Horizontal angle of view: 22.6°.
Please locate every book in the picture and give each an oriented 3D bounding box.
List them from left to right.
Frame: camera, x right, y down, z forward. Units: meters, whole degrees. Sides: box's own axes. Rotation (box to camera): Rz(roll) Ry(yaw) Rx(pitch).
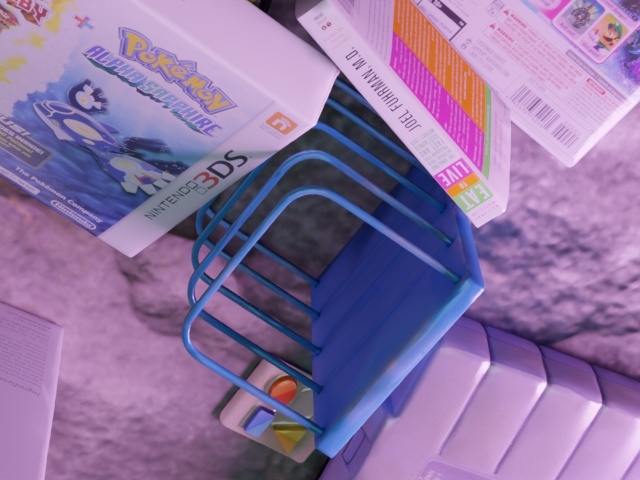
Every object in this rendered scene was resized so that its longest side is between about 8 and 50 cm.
[{"bbox_3d":[0.043,-0.084,0.801,0.035,0.096,0.144,-33,116,21],"label":"book"}]

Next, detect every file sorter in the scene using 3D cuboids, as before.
[{"bbox_3d":[0.000,0.000,0.824,0.104,0.170,0.118,35,111,-16],"label":"file sorter"}]

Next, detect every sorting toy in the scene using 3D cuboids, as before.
[{"bbox_3d":[-0.013,0.093,0.960,0.062,0.012,0.083,31,112,-18],"label":"sorting toy"}]

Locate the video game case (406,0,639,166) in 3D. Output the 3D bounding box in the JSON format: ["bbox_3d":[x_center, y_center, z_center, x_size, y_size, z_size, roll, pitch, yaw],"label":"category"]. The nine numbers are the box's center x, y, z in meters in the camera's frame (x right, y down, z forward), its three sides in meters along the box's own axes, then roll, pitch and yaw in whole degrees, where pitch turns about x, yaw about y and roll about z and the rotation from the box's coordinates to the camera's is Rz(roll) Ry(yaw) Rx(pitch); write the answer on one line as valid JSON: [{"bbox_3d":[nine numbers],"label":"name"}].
[{"bbox_3d":[0.127,-0.134,0.845,0.157,0.019,0.143,37,109,-20],"label":"video game case"}]

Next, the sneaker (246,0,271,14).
[{"bbox_3d":[-0.078,-0.234,0.729,0.121,0.111,0.300,2,116,0],"label":"sneaker"}]

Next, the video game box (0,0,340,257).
[{"bbox_3d":[-0.125,-0.088,0.786,0.205,0.048,0.187,33,141,-19],"label":"video game box"}]

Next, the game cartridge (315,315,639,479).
[{"bbox_3d":[0.085,0.221,1.012,0.230,0.068,0.355,23,114,-11],"label":"game cartridge"}]

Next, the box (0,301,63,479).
[{"bbox_3d":[-0.211,0.122,0.871,0.091,0.170,0.130,24,113,-16],"label":"box"}]
